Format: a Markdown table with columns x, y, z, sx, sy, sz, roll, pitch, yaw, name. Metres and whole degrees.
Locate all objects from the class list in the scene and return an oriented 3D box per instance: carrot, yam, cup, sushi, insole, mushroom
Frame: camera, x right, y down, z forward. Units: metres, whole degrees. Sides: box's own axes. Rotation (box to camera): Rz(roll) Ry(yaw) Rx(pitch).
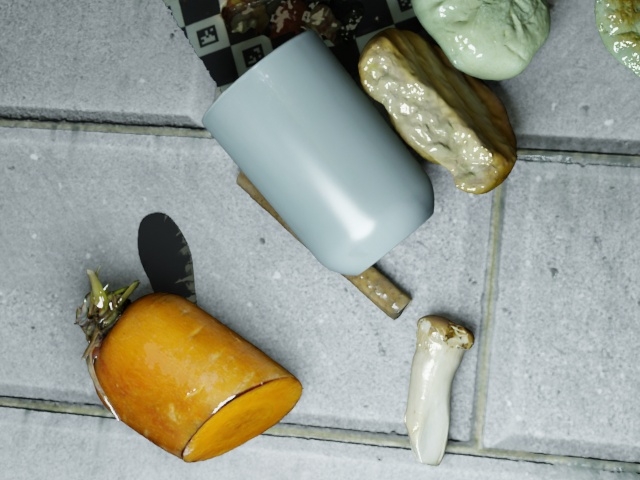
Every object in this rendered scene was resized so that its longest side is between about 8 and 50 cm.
| x | y | z | sx | sy | sz | roll | pitch | yaw | name |
| --- | --- | --- | --- | --- | --- | --- | --- | --- | --- |
| -0.218 | 0.184 | 1.731 | 0.331 | 0.193 | 0.214 | 37 | 63 | 15 | carrot |
| 0.000 | 0.000 | 1.819 | 0.327 | 0.045 | 0.045 | 40 | 94 | 16 | yam |
| 0.004 | -0.113 | 1.713 | 0.205 | 0.205 | 0.312 | -38 | 90 | -1 | cup |
| -0.030 | -0.346 | 1.911 | 0.339 | 0.069 | 0.320 | -33 | 65 | 0 | sushi |
| -0.225 | 0.065 | 1.864 | 0.080 | 0.003 | 0.232 | -18 | 74 | 5 | insole |
| 0.162 | 0.211 | 1.730 | 0.084 | 0.071 | 0.209 | 14 | 80 | -17 | mushroom |

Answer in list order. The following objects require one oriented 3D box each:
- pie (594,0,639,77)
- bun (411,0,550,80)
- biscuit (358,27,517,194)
| x | y | z | sx | sy | sz | roll | pitch | yaw | name |
| --- | --- | --- | --- | --- | --- | --- | --- | --- | --- |
| 0.527 | -0.331 | 1.812 | 0.240 | 0.054 | 0.241 | -2 | 76 | 7 | pie |
| 0.245 | -0.342 | 1.796 | 0.221 | 0.108 | 0.221 | 14 | 57 | -23 | bun |
| 0.174 | -0.187 | 1.763 | 0.274 | 0.213 | 0.091 | 47 | 120 | 7 | biscuit |
